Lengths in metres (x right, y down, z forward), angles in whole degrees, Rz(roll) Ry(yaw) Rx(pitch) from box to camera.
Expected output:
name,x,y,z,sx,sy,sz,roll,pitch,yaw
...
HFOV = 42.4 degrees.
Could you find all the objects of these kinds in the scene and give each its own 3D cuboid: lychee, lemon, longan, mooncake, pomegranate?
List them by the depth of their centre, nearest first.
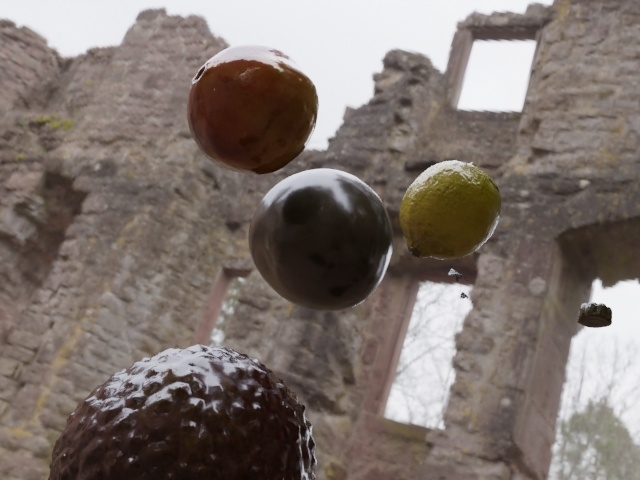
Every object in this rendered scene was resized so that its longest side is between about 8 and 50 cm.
name,x,y,z,sx,sy,sz,roll,pitch,yaw
lychee,-0.138,0.227,0.828,0.260,0.261,0.261,16,-24,7
lemon,0.147,-0.032,0.948,0.109,0.133,0.109,36,-6,4
pomegranate,-0.104,-0.196,1.258,0.209,0.209,0.209,16,-24,7
longan,0.000,0.000,1.398,0.257,0.258,0.258,16,-24,7
mooncake,0.363,0.111,1.493,0.346,0.057,0.150,21,-22,34
